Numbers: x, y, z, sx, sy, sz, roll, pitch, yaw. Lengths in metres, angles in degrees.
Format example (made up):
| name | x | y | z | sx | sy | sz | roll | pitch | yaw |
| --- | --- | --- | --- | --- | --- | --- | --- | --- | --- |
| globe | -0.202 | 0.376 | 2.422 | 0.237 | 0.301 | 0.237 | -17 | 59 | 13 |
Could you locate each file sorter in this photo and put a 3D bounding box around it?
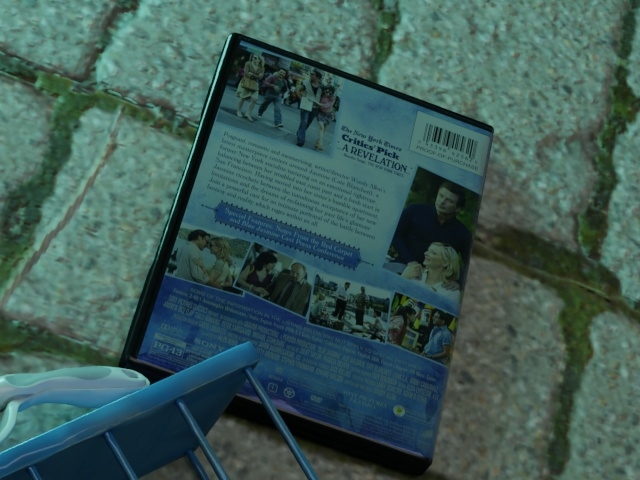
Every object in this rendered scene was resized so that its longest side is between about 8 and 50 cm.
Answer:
| name | x | y | z | sx | sy | sz | roll | pitch | yaw |
| --- | --- | --- | --- | --- | --- | --- | --- | --- | --- |
| file sorter | -0.094 | 0.144 | 0.773 | 0.170 | 0.118 | 0.104 | -22 | 71 | -31 |

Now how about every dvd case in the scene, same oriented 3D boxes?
| name | x | y | z | sx | sy | sz | roll | pitch | yaw |
| --- | --- | --- | --- | --- | --- | --- | --- | --- | --- |
| dvd case | 0.000 | 0.000 | 0.963 | 0.180 | 0.022 | 0.253 | 19 | 54 | -7 |

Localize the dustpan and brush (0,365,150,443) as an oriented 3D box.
| name | x | y | z | sx | sy | sz | roll | pitch | yaw |
| --- | --- | --- | --- | --- | --- | --- | --- | --- | --- |
| dustpan and brush | -0.182 | 0.083 | 0.800 | 0.211 | 0.060 | 0.147 | 9 | 21 | -38 |
